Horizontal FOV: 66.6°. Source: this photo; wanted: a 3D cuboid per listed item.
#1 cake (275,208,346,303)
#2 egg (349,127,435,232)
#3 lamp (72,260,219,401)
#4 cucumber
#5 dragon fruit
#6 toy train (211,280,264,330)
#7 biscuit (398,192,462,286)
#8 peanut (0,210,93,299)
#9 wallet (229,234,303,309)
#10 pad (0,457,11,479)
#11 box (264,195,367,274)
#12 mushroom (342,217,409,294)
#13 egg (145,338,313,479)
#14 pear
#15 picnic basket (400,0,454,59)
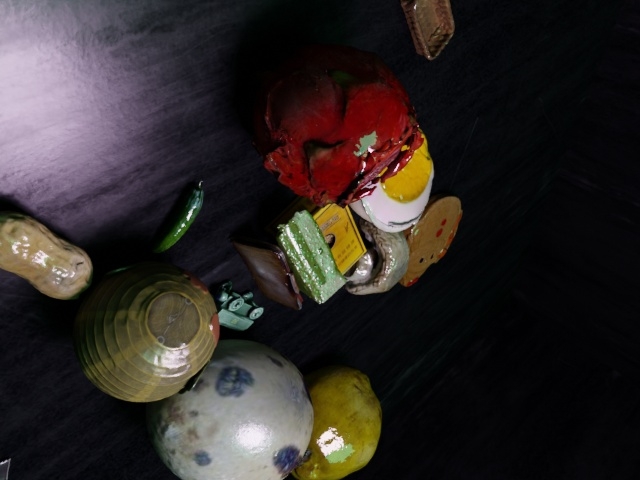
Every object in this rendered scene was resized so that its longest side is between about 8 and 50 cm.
[{"bbox_3d":[-0.018,0.040,1.100,0.100,0.099,0.235,-40,144,-19],"label":"cake"},{"bbox_3d":[0.136,-0.173,1.192,0.264,0.174,0.286,-40,122,-29],"label":"egg"},{"bbox_3d":[-0.320,0.169,0.885,0.250,0.250,0.284,-14,172,-45],"label":"lamp"},{"bbox_3d":[-0.262,-0.039,0.921,0.168,0.039,0.039,-54,148,5],"label":"cucumber"},{"bbox_3d":[0.024,-0.205,0.891,0.296,0.302,0.295,-39,152,-26],"label":"dragon fruit"},{"bbox_3d":[-0.207,0.163,1.161,0.099,0.070,0.172,-45,149,1],"label":"toy train"},{"bbox_3d":[0.387,0.003,1.770,0.359,0.074,0.381,-10,125,-45],"label":"biscuit"},{"bbox_3d":[-0.423,0.024,0.740,0.099,0.099,0.214,-45,141,-12],"label":"peanut"},{"bbox_3d":[-0.114,0.080,1.139,0.031,0.137,0.255,-60,154,-27],"label":"wallet"},{"bbox_3d":[-0.698,0.529,0.930,0.174,0.022,0.233,-3,122,-50],"label":"pad"},{"bbox_3d":[0.000,0.000,1.248,0.193,0.084,0.301,-46,147,-11],"label":"box"},{"bbox_3d":[0.180,0.066,1.468,0.190,0.164,0.267,-1,121,-50],"label":"mushroom"},{"bbox_3d":[-0.203,0.401,1.135,0.345,0.345,0.428,-49,140,-6],"label":"egg"},{"bbox_3d":[0.025,0.610,1.639,0.413,0.352,0.352,-29,142,-45],"label":"pear"},{"bbox_3d":[0.242,-0.504,1.100,0.110,0.055,0.193,-53,147,-2],"label":"picnic basket"}]
